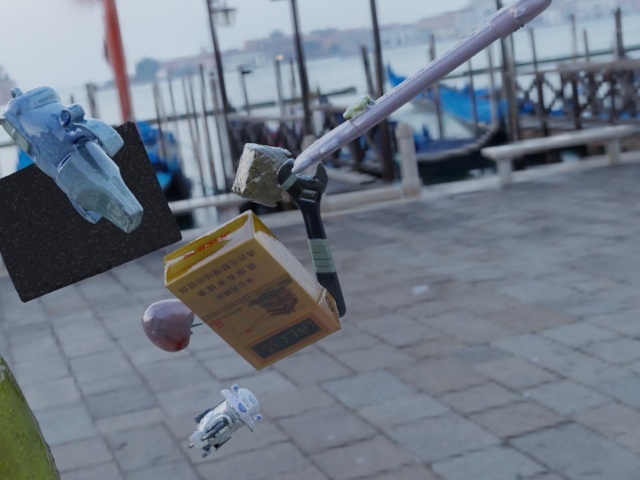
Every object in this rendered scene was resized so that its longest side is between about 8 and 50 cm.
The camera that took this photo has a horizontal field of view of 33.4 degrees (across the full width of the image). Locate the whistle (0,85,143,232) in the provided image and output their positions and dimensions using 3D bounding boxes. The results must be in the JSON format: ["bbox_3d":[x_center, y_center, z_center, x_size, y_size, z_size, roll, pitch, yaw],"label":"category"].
[{"bbox_3d":[-0.335,-0.116,1.450,0.093,0.269,0.180,-39,-12,-36],"label":"whistle"}]

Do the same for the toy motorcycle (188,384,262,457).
[{"bbox_3d":[-0.199,0.369,2.166,0.150,0.102,0.221,-38,-2,-24],"label":"toy motorcycle"}]

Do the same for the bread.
[{"bbox_3d":[-0.508,0.320,1.717,0.112,0.383,0.166,-20,27,-4],"label":"bread"}]

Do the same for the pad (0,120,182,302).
[{"bbox_3d":[-0.416,-0.045,1.820,0.330,0.220,0.004,-20,4,16],"label":"pad"}]

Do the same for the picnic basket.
[{"bbox_3d":[-0.101,-0.144,2.456,0.179,0.137,0.128,15,5,-20],"label":"picnic basket"}]

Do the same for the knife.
[{"bbox_3d":[0.119,-0.200,1.322,0.399,0.038,0.132,-32,11,20],"label":"knife"}]

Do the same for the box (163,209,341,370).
[{"bbox_3d":[-0.108,0.088,1.765,0.174,0.274,0.076,-27,42,16],"label":"box"}]

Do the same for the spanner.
[{"bbox_3d":[0.000,0.000,1.871,0.087,0.315,0.024,-10,23,13],"label":"spanner"}]

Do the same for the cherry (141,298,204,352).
[{"bbox_3d":[-0.301,0.163,2.126,0.087,0.126,0.106,5,61,46],"label":"cherry"}]
